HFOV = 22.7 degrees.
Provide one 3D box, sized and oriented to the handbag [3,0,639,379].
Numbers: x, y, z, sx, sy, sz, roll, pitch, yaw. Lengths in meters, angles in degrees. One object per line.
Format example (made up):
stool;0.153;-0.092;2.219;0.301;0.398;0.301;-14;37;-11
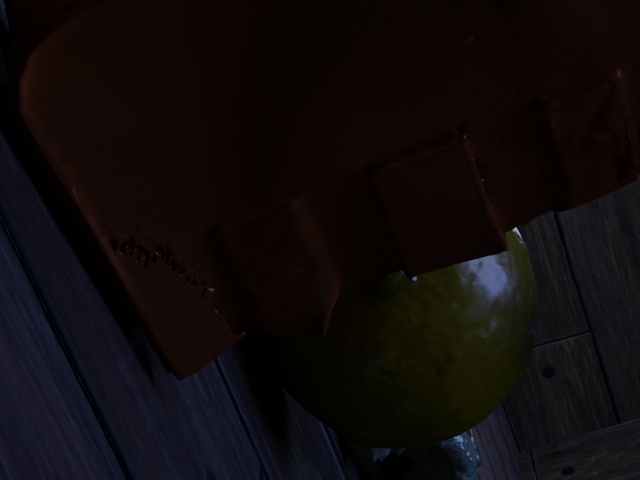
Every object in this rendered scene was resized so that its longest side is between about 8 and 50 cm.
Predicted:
handbag;0.039;-0.108;0.968;0.116;0.410;0.303;-108;175;-50

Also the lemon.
lemon;0.069;0.058;1.400;0.284;0.260;0.260;-77;148;-80

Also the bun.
bun;0.099;0.216;1.704;0.212;0.126;0.204;58;15;-58
